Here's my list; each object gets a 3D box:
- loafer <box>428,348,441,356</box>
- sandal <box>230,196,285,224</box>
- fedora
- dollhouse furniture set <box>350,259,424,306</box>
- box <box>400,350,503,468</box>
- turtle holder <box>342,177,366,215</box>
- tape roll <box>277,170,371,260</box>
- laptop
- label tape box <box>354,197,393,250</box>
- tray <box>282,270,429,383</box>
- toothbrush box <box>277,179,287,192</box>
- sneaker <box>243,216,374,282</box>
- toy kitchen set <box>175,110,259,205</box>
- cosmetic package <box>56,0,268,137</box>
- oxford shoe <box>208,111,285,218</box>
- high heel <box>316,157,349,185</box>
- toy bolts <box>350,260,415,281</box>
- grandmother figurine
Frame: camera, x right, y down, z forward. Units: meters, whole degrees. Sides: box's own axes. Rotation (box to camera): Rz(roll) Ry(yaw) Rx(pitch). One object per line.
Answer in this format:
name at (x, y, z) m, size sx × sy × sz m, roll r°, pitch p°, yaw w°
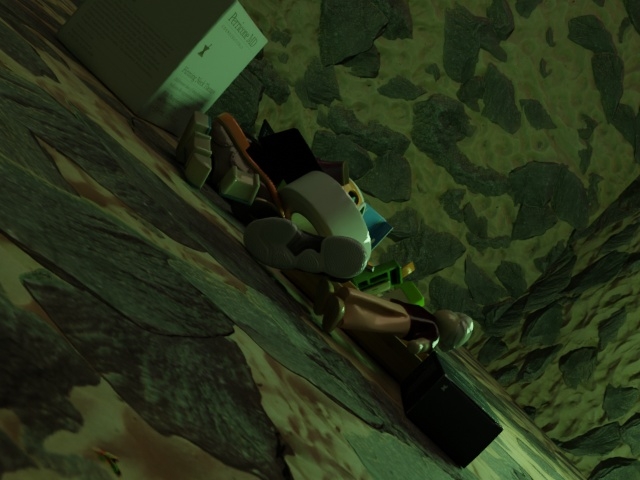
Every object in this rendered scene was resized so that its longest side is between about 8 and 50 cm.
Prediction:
loafer at (0.358, 0.372, 2.101) m, size 0.056 × 0.050 × 0.148 m, roll 36°, pitch 24°, yaw -34°
sandal at (-0.130, -0.032, 1.564) m, size 0.219 × 0.090 × 0.060 m, roll 48°, pitch 22°, yaw -42°
fedora at (-0.217, -0.219, 1.876) m, size 0.334 × 0.152 × 0.334 m, roll 40°, pitch 4°, yaw -4°
dollhouse furniture set at (0.213, 0.240, 1.951) m, size 0.301 × 0.151 × 0.197 m, roll 78°, pitch -14°, yaw -44°
box at (0.251, 0.324, 1.263) m, size 0.153 × 0.108 × 0.207 m, roll 44°, pitch 5°, yaw 2°
turtle holder at (0.014, -0.087, 2.184) m, size 0.227 × 0.320 × 0.243 m, roll 27°, pitch 20°, yaw 11°
tape roll at (0.002, -0.034, 1.659) m, size 0.286 × 0.100 × 0.286 m, roll 45°, pitch -26°, yaw 28°
laptop at (-0.057, -0.229, 1.782) m, size 0.234 × 0.136 × 0.264 m, roll 58°, pitch 16°, yaw -23°
label tape box at (0.108, -0.060, 2.606) m, size 0.115 × 0.249 × 0.347 m, roll 41°, pitch 5°, yaw -32°
tray at (0.091, 0.176, 1.477) m, size 0.411 × 0.076 × 0.203 m, roll 42°, pitch 5°, yaw 1°
toothbrush box at (-0.228, -0.244, 2.259) m, size 0.283 × 0.122 × 0.206 m, roll 40°, pitch 5°, yaw -17°
sneaker at (-0.020, 0.029, 1.322) m, size 0.268 × 0.101 × 0.153 m, roll 13°, pitch -8°, yaw 20°
toy kitchen set at (-0.243, -0.174, 1.509) m, size 0.166 × 0.122 × 0.207 m, roll 18°, pitch 39°, yaw -26°
cosmetic package at (-0.423, -0.559, 1.777) m, size 0.327 × 0.393 × 0.329 m, roll 44°, pitch 6°, yaw 8°
oxford shoe at (-0.214, -0.147, 1.669) m, size 0.363 × 0.133 × 0.130 m, roll 59°, pitch -22°, yaw 2°
high heel at (-0.002, -0.069, 2.016) m, size 0.181 × 0.377 × 0.127 m, roll 2°, pitch 4°, yaw 18°
toy bolts at (0.178, 0.087, 2.138) m, size 0.158 × 0.218 × 0.228 m, roll 58°, pitch -6°, yaw 4°
grandmother figurine at (0.165, 0.163, 1.303) m, size 0.342 × 0.104 × 0.208 m, roll 12°, pitch 30°, yaw -25°
